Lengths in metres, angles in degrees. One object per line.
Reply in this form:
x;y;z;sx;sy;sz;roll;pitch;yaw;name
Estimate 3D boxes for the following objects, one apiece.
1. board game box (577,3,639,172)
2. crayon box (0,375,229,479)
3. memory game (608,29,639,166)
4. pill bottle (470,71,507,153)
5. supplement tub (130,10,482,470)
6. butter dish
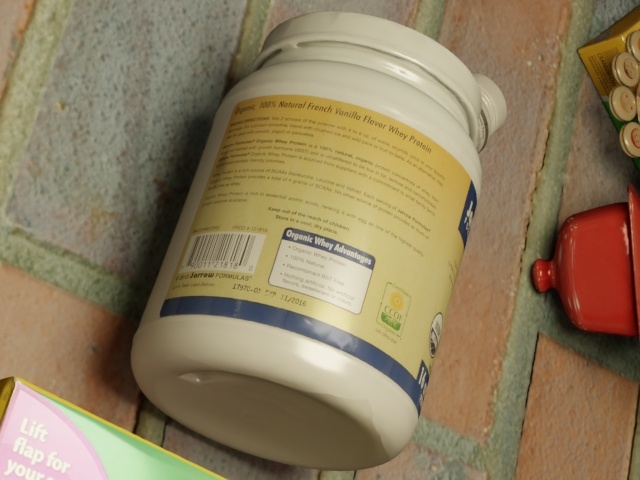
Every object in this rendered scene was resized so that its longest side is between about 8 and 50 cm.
0.446;-0.182;1.727;0.316;0.064;0.242;-39;104;-38;board game box
-0.136;0.223;1.004;0.363;0.313;0.106;31;62;-29;crayon box
0.366;-0.135;1.601;0.186;0.012;0.186;10;74;-37;memory game
0.110;-0.101;1.430;0.137;0.078;0.078;-36;103;-39;pill bottle
0.000;0.000;1.221;0.228;0.228;0.316;32;62;-29;supplement tub
0.268;0.030;1.508;0.160;0.118;0.160;-23;107;-76;butter dish
